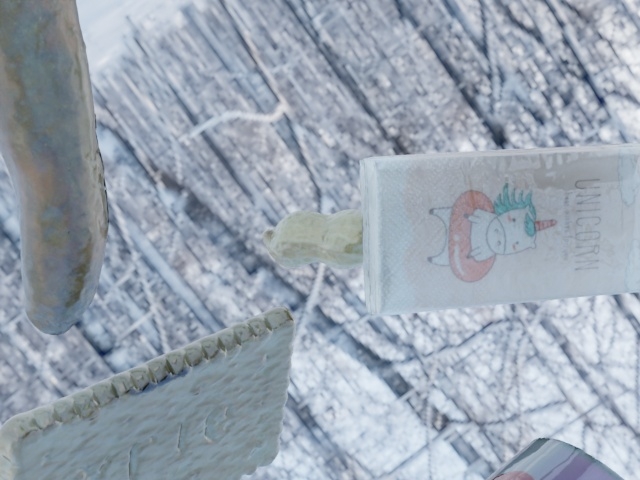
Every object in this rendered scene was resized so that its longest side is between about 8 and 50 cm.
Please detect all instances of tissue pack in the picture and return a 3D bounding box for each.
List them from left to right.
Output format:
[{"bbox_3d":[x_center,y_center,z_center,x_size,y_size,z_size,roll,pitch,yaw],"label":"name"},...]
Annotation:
[{"bbox_3d":[0.203,-0.015,1.150,0.325,0.170,0.071,-4,-172,-16],"label":"tissue pack"}]

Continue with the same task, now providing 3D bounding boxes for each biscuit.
[{"bbox_3d":[-0.161,0.194,1.033,0.324,0.217,0.044,-22,-135,-36],"label":"biscuit"}]

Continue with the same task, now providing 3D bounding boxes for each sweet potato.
[{"bbox_3d":[-0.163,-0.070,0.623,0.075,0.273,0.075,-7,-161,2],"label":"sweet potato"}]

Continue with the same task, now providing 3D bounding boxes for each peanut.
[{"bbox_3d":[0.000,0.000,1.367,0.187,0.082,0.082,-1,-147,35],"label":"peanut"}]

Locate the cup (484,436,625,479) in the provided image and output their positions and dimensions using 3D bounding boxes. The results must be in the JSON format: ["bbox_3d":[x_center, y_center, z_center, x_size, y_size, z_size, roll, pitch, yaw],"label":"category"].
[{"bbox_3d":[0.086,0.268,0.667,0.288,0.203,0.203,-39,-167,-20],"label":"cup"}]
